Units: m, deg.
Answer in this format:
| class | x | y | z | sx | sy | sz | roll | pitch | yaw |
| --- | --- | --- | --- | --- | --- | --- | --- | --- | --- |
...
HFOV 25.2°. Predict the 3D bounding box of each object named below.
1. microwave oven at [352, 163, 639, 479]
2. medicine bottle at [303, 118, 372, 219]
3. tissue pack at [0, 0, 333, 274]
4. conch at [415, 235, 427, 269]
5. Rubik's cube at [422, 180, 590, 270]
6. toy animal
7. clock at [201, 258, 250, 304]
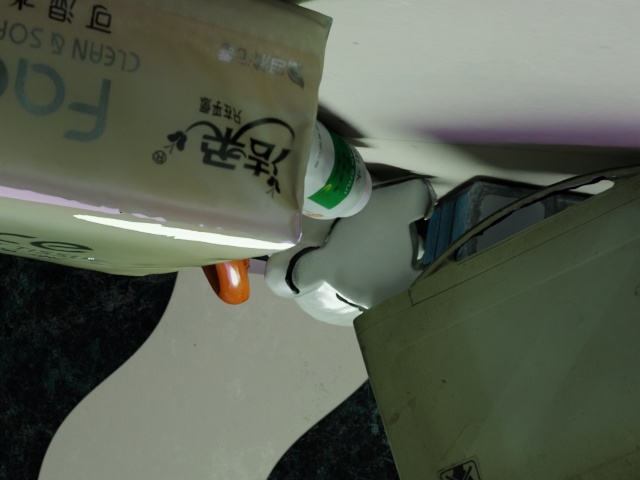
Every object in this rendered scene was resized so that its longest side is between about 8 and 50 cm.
| class | x | y | z | sx | sy | sz | roll | pitch | yaw |
| --- | --- | --- | --- | --- | --- | --- | --- | --- | --- |
| microwave oven | 0.282 | 0.138 | 1.427 | 0.394 | 0.333 | 0.247 | -27 | 153 | 21 |
| medicine bottle | -0.015 | -0.076 | 1.466 | 0.095 | 0.095 | 0.260 | 7 | 173 | 18 |
| tissue pack | -0.246 | -0.101 | 1.021 | 0.405 | 0.205 | 0.332 | 11 | 170 | -27 |
| conch | 0.214 | 0.082 | 2.150 | 0.319 | 0.215 | 0.303 | -23 | 177 | 4 |
| Rubik's cube | 0.285 | 0.104 | 1.786 | 0.304 | 0.305 | 0.301 | 7 | 173 | -5 |
| toy animal | 0.000 | 0.000 | 1.830 | 0.258 | 0.193 | 0.357 | 5 | -176 | -26 |
| clock | -0.131 | -0.019 | 1.754 | 0.051 | 0.205 | 0.205 | -20 | 180 | -13 |
